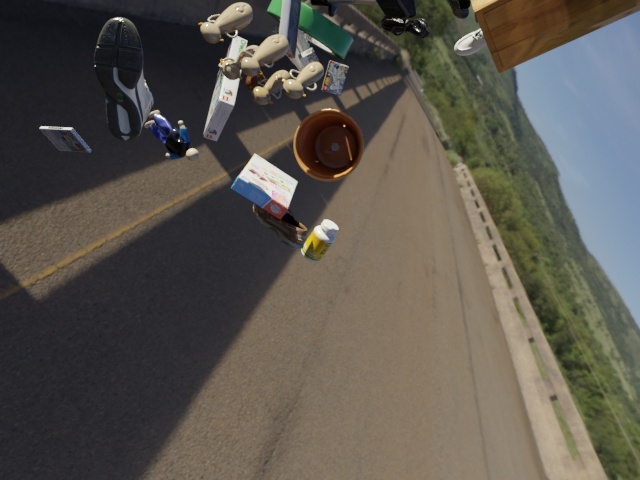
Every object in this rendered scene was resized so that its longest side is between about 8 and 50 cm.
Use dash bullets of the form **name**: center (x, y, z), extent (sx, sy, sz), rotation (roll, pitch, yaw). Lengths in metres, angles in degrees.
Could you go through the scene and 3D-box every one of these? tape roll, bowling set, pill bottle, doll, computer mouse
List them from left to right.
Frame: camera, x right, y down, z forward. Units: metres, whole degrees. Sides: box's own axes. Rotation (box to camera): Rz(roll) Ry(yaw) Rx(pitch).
- **doll**: center (-0.437, -0.306, 1.344), extent (0.189, 0.129, 0.046), rotation (43, 30, 6)
- **bowling set**: center (-0.152, -0.395, 1.085), extent (0.287, 0.200, 0.154), rotation (38, 57, 1)
- **tape roll**: center (-0.035, -0.772, 1.629), extent (0.321, 0.077, 0.321), rotation (29, 16, -9)
- **pill bottle**: center (0.000, 0.000, 2.259), extent (0.117, 0.208, 0.117), rotation (27, 28, -15)
- **computer mouse**: center (0.200, -0.688, 1.251), extent (0.188, 0.072, 0.272), rotation (38, 2, 42)

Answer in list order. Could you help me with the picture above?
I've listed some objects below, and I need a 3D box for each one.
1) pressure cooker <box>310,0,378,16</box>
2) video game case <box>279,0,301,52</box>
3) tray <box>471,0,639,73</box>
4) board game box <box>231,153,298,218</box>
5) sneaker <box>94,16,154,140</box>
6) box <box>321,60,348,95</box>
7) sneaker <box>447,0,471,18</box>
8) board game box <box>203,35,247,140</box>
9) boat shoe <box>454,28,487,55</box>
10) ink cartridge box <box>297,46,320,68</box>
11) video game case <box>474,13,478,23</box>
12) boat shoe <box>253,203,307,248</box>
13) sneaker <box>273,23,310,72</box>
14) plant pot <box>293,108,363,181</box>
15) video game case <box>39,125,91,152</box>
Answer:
- **pressure cooker**: center (0.108, -0.956, 1.456), extent (0.375, 0.420, 0.370), rotation (23, 77, -79)
- **video game case**: center (-0.083, -0.650, 1.294), extent (0.285, 0.025, 0.204), rotation (-83, -179, -76)
- **tray**: center (0.582, -0.564, 1.028), extent (0.203, 0.411, 0.076), rotation (39, 42, -44)
- **board game box**: center (-0.232, -0.242, 1.955), extent (0.242, 0.064, 0.316), rotation (33, 26, -11)
- **sneaker**: center (-0.767, -0.648, 1.790), extent (0.169, 0.447, 0.257), rotation (5, 29, -11)
- **box**: center (0.068, -0.754, 2.097), extent (0.094, 0.137, 0.027), rotation (14, 14, -14)
- **sneaker**: center (0.499, -0.831, 1.597), extent (0.170, 0.051, 0.089), rotation (23, 27, -46)
- **board game box**: center (-0.320, -0.511, 1.516), extent (0.053, 0.193, 0.305), rotation (17, 59, -23)
- **boat shoe**: center (0.514, -0.645, 1.430), extent (0.063, 0.184, 0.066), rotation (1, 84, -62)
- **ink cartridge box**: center (-0.033, -0.655, 1.682), extent (0.115, 0.063, 0.029), rotation (51, 18, -57)
- **video game case**: center (0.538, -0.777, 1.502), extent (0.166, 0.015, 0.119), rotation (-88, 160, -56)
- **boat shoe**: center (-0.172, -0.094, 2.014), extent (0.324, 0.116, 0.123), rotation (40, 27, 23)
- **sneaker**: center (-0.101, -0.735, 1.733), extent (0.235, 0.095, 0.090), rotation (60, 39, -59)
- **plant pot**: center (0.049, -0.403, 1.929), extent (0.291, 0.291, 0.203), rotation (60, 14, -4)
- **video game case**: center (-0.727, -0.288, 1.287), extent (0.087, 0.122, 0.011), rotation (70, 34, -52)
